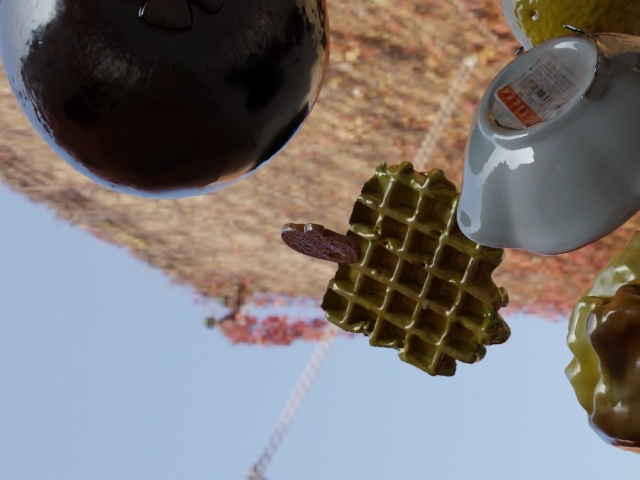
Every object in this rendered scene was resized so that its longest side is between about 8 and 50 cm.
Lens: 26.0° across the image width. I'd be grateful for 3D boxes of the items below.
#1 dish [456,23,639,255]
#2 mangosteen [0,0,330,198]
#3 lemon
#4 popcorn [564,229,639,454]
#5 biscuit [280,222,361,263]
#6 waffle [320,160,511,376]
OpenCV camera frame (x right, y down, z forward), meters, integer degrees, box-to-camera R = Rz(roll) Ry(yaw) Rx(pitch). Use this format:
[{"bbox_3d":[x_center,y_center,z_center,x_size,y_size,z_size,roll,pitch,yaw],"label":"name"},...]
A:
[{"bbox_3d":[0.184,-0.098,1.072,0.081,0.229,0.229,46,-125,-34],"label":"dish"},{"bbox_3d":[-0.148,-0.186,1.302,0.306,0.347,0.307,2,-100,-10],"label":"mangosteen"},{"bbox_3d":[0.331,-0.314,1.681,0.253,0.228,0.228,55,-133,-9],"label":"lemon"},{"bbox_3d":[0.375,0.097,1.190,0.332,0.265,0.225,12,-83,-33],"label":"popcorn"},{"bbox_3d":[0.000,0.000,1.492,0.078,0.091,0.015,75,-148,-64],"label":"biscuit"},{"bbox_3d":[0.126,0.036,1.561,0.057,0.219,0.229,-23,-43,-55],"label":"waffle"}]
